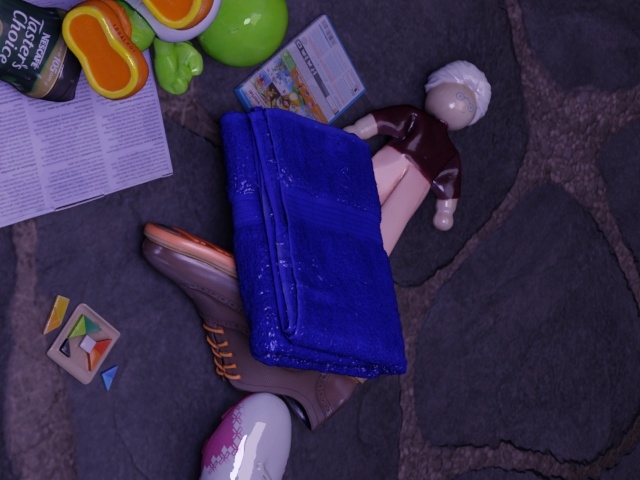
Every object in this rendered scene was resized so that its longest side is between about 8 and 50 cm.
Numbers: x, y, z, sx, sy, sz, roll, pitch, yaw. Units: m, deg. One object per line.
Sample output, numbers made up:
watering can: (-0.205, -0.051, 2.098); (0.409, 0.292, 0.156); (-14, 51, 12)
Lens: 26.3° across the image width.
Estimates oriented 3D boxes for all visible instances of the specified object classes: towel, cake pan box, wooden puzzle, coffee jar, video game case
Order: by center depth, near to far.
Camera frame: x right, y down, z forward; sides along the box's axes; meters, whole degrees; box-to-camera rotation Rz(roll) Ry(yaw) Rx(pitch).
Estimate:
coffee jar: (-0.319, -0.204, 1.361); (0.184, 0.079, 0.096); (18, 84, -37)
cake pan box: (-0.301, -0.156, 1.472); (0.267, 0.070, 0.245); (-21, 105, -35)
wooden puzzle: (-0.269, 0.118, 1.559); (0.116, 0.014, 0.078); (38, 72, -35)
towel: (0.000, 0.000, 1.584); (0.228, 0.076, 0.308); (11, 61, -39)
video game case: (-0.023, -0.189, 1.724); (0.166, 0.015, 0.119); (-45, 120, -27)

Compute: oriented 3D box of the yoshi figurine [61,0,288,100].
yoshi figurine: (-0.121, -0.245, 1.459); (0.362, 0.204, 0.203); (-57, 152, -66)

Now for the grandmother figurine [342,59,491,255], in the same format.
grandmother figurine: (0.116, -0.092, 1.793); (0.208, 0.104, 0.342); (47, 68, -36)

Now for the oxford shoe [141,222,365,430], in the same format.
oxford shoe: (-0.087, 0.108, 1.637); (0.364, 0.130, 0.132); (39, 84, -29)

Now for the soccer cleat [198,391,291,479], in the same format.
soccer cleat: (-0.099, 0.345, 1.605); (0.116, 0.143, 0.331); (25, 91, -39)
